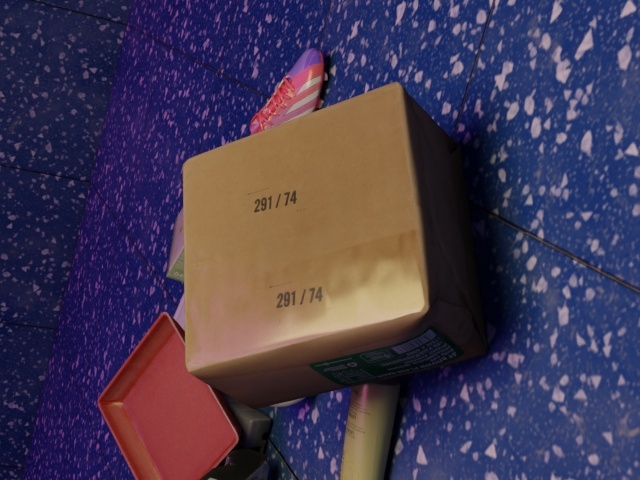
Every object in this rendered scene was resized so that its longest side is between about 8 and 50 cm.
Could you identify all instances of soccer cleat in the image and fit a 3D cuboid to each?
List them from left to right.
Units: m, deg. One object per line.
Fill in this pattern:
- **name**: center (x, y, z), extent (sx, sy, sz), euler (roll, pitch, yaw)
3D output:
- **soccer cleat**: center (-0.066, -0.210, 1.678), extent (0.248, 0.095, 0.083), euler (-65, 29, 30)

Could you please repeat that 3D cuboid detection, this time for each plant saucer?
- **plant saucer**: center (-0.244, 0.292, 1.663), extent (0.258, 0.048, 0.259), euler (-51, 59, 30)

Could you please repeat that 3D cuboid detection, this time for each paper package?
- **paper package**: center (0.007, 0.015, 1.201), extent (0.325, 0.168, 0.309), euler (-17, 61, 25)

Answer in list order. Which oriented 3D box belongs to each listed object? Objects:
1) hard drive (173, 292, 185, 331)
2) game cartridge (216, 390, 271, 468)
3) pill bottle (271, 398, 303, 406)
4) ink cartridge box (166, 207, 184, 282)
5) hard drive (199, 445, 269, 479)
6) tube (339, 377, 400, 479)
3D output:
- **hard drive**: center (-0.226, 0.248, 1.900), extent (0.233, 0.047, 0.353), euler (-63, 29, 30)
- **game cartridge**: center (-0.210, 0.421, 1.706), extent (0.230, 0.068, 0.355), euler (21, 102, 40)
- **pill bottle**: center (-0.092, 0.163, 1.558), extent (0.221, 0.124, 0.124), euler (30, 108, 63)
- **ink cartridge box**: center (-0.220, -0.052, 1.933), extent (0.235, 0.056, 0.171), euler (-55, 23, 38)
- **hard drive**: center (-0.167, 0.502, 1.486), extent (0.237, 0.064, 0.338), euler (-22, -55, -70)
- **tube**: center (0.054, 0.291, 1.289), extent (0.070, 0.062, 0.240), euler (-18, -63, -73)
